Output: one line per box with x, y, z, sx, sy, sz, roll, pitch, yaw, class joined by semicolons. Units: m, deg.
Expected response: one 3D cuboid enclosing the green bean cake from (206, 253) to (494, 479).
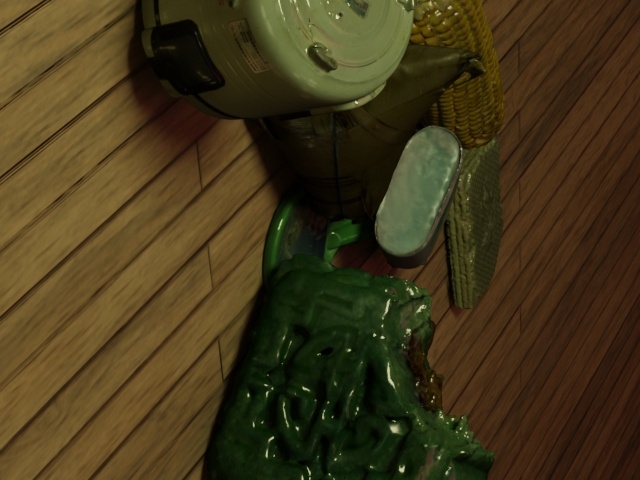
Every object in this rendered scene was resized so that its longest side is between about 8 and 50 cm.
0.052;0.192;1.994;0.169;0.300;0.308;34;74;-64;green bean cake

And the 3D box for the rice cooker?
-0.046;-0.223;1.695;0.226;0.244;0.226;1;88;-44;rice cooker

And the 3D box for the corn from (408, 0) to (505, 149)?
0.157;-0.247;2.278;0.387;0.144;0.144;59;46;-63;corn

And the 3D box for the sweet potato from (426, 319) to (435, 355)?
0.123;0.174;2.481;0.249;0.059;0.069;-56;167;-49;sweet potato

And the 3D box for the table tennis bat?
0.000;0.000;2.151;0.257;0.039;0.160;-20;120;-61;table tennis bat

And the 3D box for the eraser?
0.127;-0.050;2.266;0.227;0.081;0.174;54;57;-85;eraser

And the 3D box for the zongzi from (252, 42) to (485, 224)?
0.087;-0.119;1.955;0.260;0.289;0.123;60;40;-45;zongzi

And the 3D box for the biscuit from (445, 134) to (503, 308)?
0.235;-0.032;2.650;0.150;0.052;0.252;-54;146;-46;biscuit

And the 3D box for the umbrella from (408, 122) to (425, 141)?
0.142;-0.119;2.430;0.133;0.031;0.036;68;13;-51;umbrella
